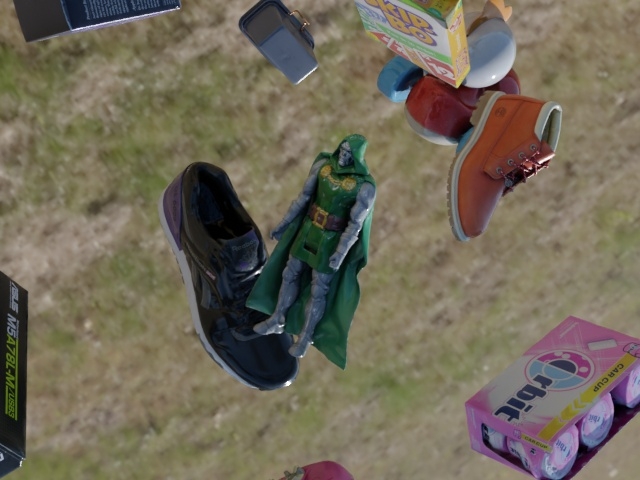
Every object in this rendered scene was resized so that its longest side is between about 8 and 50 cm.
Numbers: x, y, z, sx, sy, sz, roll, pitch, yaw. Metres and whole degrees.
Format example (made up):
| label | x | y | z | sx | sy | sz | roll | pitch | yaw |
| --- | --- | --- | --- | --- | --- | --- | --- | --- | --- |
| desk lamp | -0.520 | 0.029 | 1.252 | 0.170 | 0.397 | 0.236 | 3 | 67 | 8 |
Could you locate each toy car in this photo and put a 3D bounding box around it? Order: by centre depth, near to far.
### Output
| label | x | y | z | sx | sy | sz | roll | pitch | yaw |
| --- | --- | --- | --- | --- | --- | --- | --- | --- | --- |
| toy car | 0.243 | -0.271 | 1.743 | 0.210 | 0.219 | 0.238 | -25 | 150 | -38 |

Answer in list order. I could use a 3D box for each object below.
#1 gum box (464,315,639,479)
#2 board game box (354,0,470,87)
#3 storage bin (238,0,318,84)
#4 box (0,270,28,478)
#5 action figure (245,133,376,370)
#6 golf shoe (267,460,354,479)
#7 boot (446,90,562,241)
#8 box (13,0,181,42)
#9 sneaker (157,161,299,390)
| label | x | y | z | sx | sy | sz | roll | pitch | yaw |
| --- | --- | --- | --- | --- | --- | --- | --- | --- | --- |
| gum box | 0.239 | 0.159 | 1.142 | 0.188 | 0.107 | 0.062 | -33 | 125 | -32 |
| board game box | 0.091 | -0.233 | 1.179 | 0.039 | 0.124 | 0.259 | -56 | 167 | -4 |
| storage bin | -0.058 | -0.332 | 1.924 | 0.098 | 0.091 | 0.135 | -38 | 128 | 10 |
| box | -0.317 | 0.139 | 0.918 | 0.190 | 0.184 | 0.045 | -32 | 129 | 14 |
| action figure | 0.000 | 0.000 | 1.142 | 0.063 | 0.137 | 0.232 | -16 | 130 | -58 |
| golf shoe | -0.052 | 0.330 | 1.049 | 0.306 | 0.140 | 0.115 | -48 | -165 | 15 |
| boot | 0.172 | -0.069 | 1.076 | 0.059 | 0.084 | 0.158 | 42 | 64 | -51 |
| box | -0.347 | -0.382 | 1.767 | 0.207 | 0.108 | 0.153 | -22 | -166 | -36 |
| sneaker | -0.103 | 0.043 | 1.340 | 0.107 | 0.283 | 0.124 | -26 | 177 | -24 |
